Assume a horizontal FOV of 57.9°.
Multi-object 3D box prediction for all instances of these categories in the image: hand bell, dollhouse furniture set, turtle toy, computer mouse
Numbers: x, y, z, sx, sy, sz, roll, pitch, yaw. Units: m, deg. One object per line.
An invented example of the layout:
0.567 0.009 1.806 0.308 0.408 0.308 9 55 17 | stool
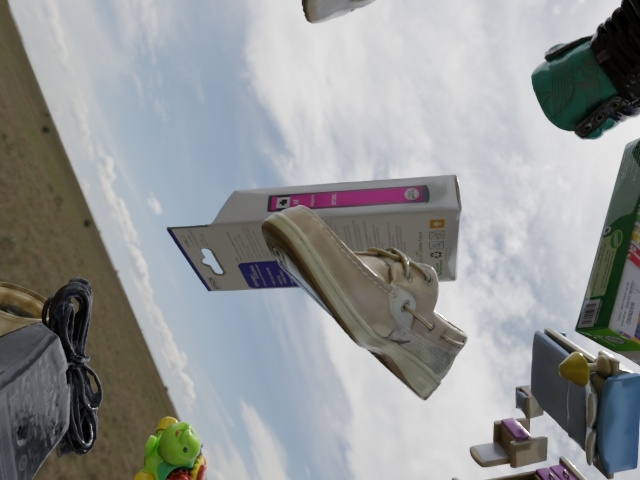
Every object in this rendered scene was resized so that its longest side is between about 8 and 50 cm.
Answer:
-0.550 0.201 0.950 0.242 0.126 0.126 -62 -145 6 | hand bell
0.300 0.267 0.884 0.286 0.198 0.304 -124 -151 -73 | dollhouse furniture set
-0.162 0.249 0.644 0.095 0.066 0.130 -74 170 -49 | turtle toy
-0.267 0.151 0.479 0.272 0.072 0.189 -88 -179 -78 | computer mouse

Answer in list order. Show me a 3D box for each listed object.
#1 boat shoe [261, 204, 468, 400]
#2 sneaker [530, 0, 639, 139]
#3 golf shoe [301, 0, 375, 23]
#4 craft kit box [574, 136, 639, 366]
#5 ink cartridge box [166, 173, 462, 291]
0.057 0.050 0.548 0.302 0.098 0.109 47 -5 -41 | boat shoe
0.311 -0.196 0.604 0.295 0.178 0.124 17 56 -59 | sneaker
0.052 -0.349 0.775 0.086 0.186 0.068 27 -29 38 | golf shoe
0.424 0.042 0.639 0.246 0.250 0.061 28 -20 -12 | craft kit box
0.000 0.000 0.786 0.176 0.370 0.069 74 13 -56 | ink cartridge box
